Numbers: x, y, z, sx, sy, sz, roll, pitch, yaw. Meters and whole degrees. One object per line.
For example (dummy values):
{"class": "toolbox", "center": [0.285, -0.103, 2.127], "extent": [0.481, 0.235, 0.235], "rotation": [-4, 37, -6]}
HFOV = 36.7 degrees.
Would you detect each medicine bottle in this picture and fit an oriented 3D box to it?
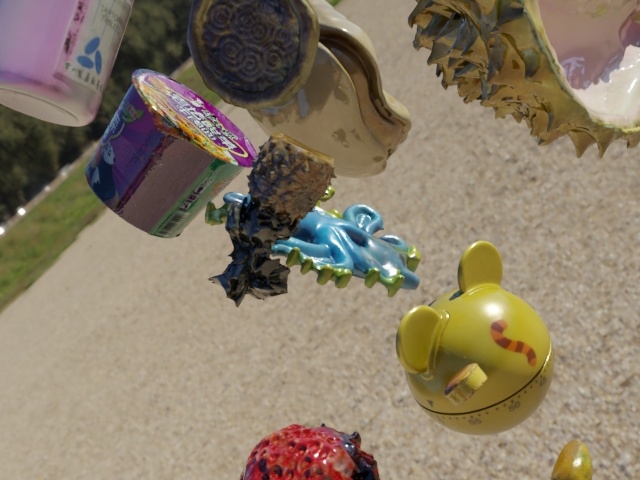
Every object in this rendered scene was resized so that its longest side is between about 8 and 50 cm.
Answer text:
{"class": "medicine bottle", "center": [-0.310, -0.279, 1.173], "extent": [0.152, 0.152, 0.255], "rotation": [-10, 62, 69]}

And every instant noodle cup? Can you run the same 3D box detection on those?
{"class": "instant noodle cup", "center": [-0.259, -0.134, 1.605], "extent": [0.190, 0.251, 0.251], "rotation": [-50, 9, 17]}

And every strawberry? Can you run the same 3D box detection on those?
{"class": "strawberry", "center": [-0.055, 0.483, 1.779], "extent": [0.309, 0.292, 0.292], "rotation": [-7, 5, -13]}

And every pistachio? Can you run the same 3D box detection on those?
{"class": "pistachio", "center": [-0.003, -0.319, 2.013], "extent": [0.281, 0.445, 0.365], "rotation": [-51, 14, -22]}

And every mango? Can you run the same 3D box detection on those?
{"class": "mango", "center": [0.406, 0.370, 1.557], "extent": [0.114, 0.057, 0.079], "rotation": [-63, -2, -48]}

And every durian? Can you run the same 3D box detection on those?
{"class": "durian", "center": [0.146, -0.144, 0.640], "extent": [0.185, 0.305, 0.196], "rotation": [-31, 52, 21]}

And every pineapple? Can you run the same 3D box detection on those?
{"class": "pineapple", "center": [-0.069, -0.022, 1.296], "extent": [0.119, 0.111, 0.237], "rotation": [31, 96, 40]}

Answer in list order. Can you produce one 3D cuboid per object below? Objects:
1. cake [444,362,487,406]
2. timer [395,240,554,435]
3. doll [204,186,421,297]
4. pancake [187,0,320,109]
{"class": "cake", "center": [0.260, 0.258, 1.735], "extent": [0.084, 0.044, 0.084], "rotation": [-44, -5, -5]}
{"class": "timer", "center": [0.336, 0.234, 2.166], "extent": [0.376, 0.387, 0.376], "rotation": [-26, 24, 12]}
{"class": "doll", "center": [0.000, 0.000, 1.529], "extent": [0.099, 0.341, 0.346], "rotation": [-61, 0, 22]}
{"class": "pancake", "center": [-0.102, -0.298, 1.417], "extent": [0.235, 0.212, 0.029], "rotation": [-5, 9, 33]}
